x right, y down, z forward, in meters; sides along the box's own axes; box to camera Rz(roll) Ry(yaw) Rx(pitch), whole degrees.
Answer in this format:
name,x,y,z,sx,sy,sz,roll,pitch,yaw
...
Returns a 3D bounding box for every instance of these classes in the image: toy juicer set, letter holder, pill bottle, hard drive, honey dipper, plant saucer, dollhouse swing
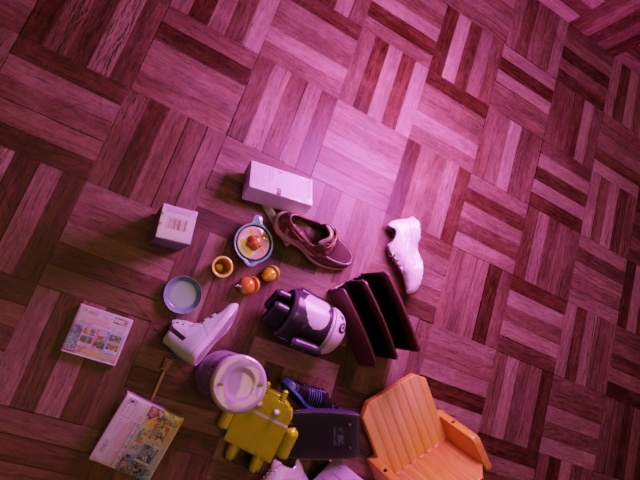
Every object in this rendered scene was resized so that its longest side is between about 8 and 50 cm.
name,x,y,z,sx,sy,sz,roll,pitch,yaw
toy juicer set,-0.195,0.032,1.743,0.209,0.089,0.329,41,68,-14
letter holder,0.188,0.274,1.817,0.152,0.214,0.301,-24,94,-25
pill bottle,-0.276,0.409,1.548,0.161,0.283,0.160,3,82,-24
hard drive,0.000,0.624,1.702,0.255,0.054,0.171,-1,102,3
honey dipper,-0.492,0.434,1.589,0.031,0.030,0.160,28,76,-19
plant saucer,-0.435,0.171,1.652,0.120,0.021,0.119,3,82,-25
dollhouse swing,0.355,0.690,1.811,0.347,0.315,0.304,-23,113,-25

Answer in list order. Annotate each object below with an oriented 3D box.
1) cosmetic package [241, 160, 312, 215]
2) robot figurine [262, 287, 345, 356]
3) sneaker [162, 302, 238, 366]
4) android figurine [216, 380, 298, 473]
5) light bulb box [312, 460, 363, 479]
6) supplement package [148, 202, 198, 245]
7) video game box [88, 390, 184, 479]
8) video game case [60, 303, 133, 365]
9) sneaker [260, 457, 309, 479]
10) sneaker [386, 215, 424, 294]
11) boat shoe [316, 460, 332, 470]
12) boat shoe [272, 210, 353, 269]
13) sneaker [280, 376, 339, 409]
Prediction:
name,x,y,z,sx,sy,sz,roll,pitch,yaw
cosmetic package,-0.144,-0.174,1.780,0.231,0.085,0.117,14,56,-22
robot figurine,-0.048,0.264,1.732,0.278,0.174,0.209,29,75,-18
sneaker,-0.372,0.255,1.632,0.151,0.094,0.256,30,45,12
android figurine,-0.191,0.578,1.642,0.248,0.056,0.272,27,88,4
light bulb box,0.062,0.927,1.572,0.361,0.358,0.225,-39,118,-23
supplement package,-0.448,-0.037,1.586,0.105,0.179,0.105,14,78,-22
video game box,-0.533,0.570,1.530,0.187,0.048,0.205,32,78,-15
video game case,-0.654,0.278,1.540,0.157,0.019,0.143,24,74,-21
sneaker,-0.155,0.765,1.676,0.232,0.090,0.115,-11,81,-34
sneaker,0.314,0.058,1.981,0.130,0.111,0.296,-4,80,-9
boat shoe,-0.002,0.714,1.771,0.056,0.048,0.153,-34,92,1
boat shoe,0.000,0.000,1.798,0.342,0.123,0.123,35,64,-28
sneaker,-0.034,0.520,1.763,0.232,0.081,0.090,47,60,-17
